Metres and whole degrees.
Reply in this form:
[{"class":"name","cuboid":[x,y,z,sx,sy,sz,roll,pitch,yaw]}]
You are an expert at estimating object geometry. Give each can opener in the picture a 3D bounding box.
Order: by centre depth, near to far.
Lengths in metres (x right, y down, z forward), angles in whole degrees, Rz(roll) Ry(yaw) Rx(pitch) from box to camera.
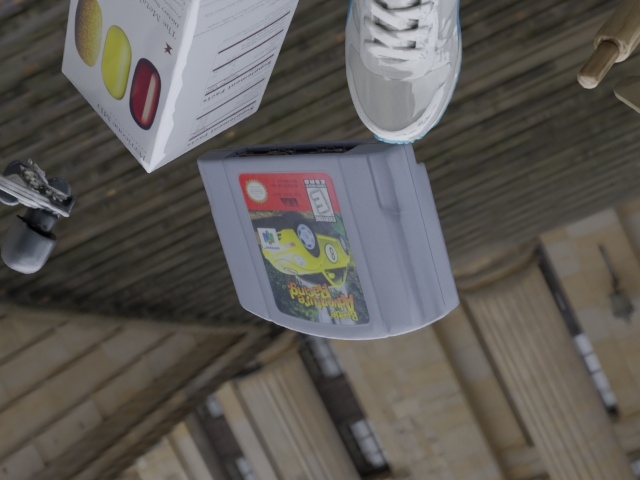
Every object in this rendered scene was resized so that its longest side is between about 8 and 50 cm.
[{"class":"can opener","cuboid":[-0.282,-0.034,1.124,0.093,0.074,0.280,-62,-166,0]}]

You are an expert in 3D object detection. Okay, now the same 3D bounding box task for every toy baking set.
[{"class":"toy baking set","cuboid":[0.285,-0.143,0.829,0.197,0.030,0.256,18,-125,44]}]

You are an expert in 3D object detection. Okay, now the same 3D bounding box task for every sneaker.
[{"class":"sneaker","cuboid":[0.055,-0.177,0.797,0.087,0.229,0.092,10,-164,16]}]

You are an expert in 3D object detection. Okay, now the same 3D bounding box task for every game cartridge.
[{"class":"game cartridge","cuboid":[0.000,0.000,1.160,0.060,0.196,0.294,-33,-158,-36]}]

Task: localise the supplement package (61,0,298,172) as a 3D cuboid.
[{"class":"supplement package","cuboid":[-0.116,-0.194,0.990,0.134,0.139,0.244,-34,165,-30]}]
